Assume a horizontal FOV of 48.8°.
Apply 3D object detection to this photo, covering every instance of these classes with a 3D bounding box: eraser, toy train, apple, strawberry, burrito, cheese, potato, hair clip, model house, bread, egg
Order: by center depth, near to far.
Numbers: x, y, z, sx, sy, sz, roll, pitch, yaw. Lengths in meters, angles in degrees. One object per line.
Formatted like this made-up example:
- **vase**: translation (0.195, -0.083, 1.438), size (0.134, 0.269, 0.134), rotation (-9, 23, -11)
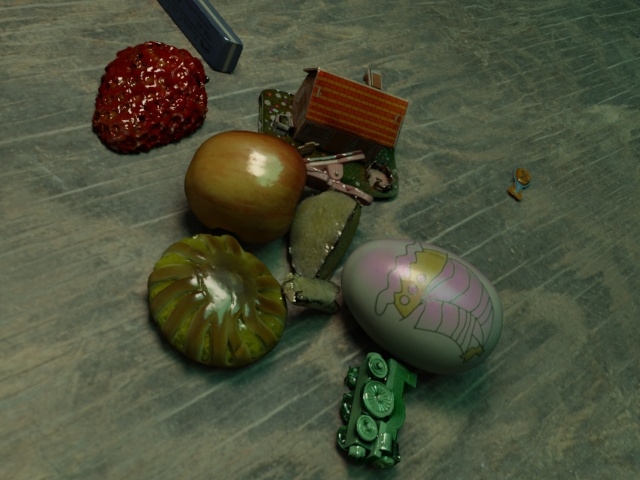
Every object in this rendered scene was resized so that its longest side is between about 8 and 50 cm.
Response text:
- **bread**: translation (-0.146, 0.082, 1.023), size (0.213, 0.105, 0.214), rotation (14, 55, -20)
- **toy train**: translation (0.084, 0.255, 1.056), size (0.104, 0.071, 0.178), rotation (33, 45, -20)
- **burrito**: translation (-0.009, 0.082, 1.092), size (0.171, 0.042, 0.051), rotation (15, 57, -60)
- **apple**: translation (-0.119, -0.083, 1.105), size (0.199, 0.199, 0.199), rotation (15, 52, -20)
- **egg**: translation (0.162, 0.098, 1.124), size (0.271, 0.196, 0.196), rotation (40, 46, -14)
- **strawberry**: translation (-0.279, -0.252, 1.178), size (0.190, 0.111, 0.237), rotation (34, 48, -8)
- **potato**: translation (0.000, 0.000, 1.195), size (0.100, 0.089, 0.172), rotation (23, 82, 21)
- **hair clip**: translation (0.016, -0.097, 1.221), size (0.138, 0.123, 0.102), rotation (-11, 92, -24)
- **model house**: translation (0.046, -0.217, 1.313), size (0.293, 0.154, 0.207), rotation (14, 51, -22)
- **eraser**: translation (-0.233, -0.421, 1.344), size (0.036, 0.082, 0.225), rotation (-29, 76, -39)
- **cheese**: translation (0.444, -0.129, 1.572), size (0.047, 0.017, 0.111), rotation (35, 48, 0)
